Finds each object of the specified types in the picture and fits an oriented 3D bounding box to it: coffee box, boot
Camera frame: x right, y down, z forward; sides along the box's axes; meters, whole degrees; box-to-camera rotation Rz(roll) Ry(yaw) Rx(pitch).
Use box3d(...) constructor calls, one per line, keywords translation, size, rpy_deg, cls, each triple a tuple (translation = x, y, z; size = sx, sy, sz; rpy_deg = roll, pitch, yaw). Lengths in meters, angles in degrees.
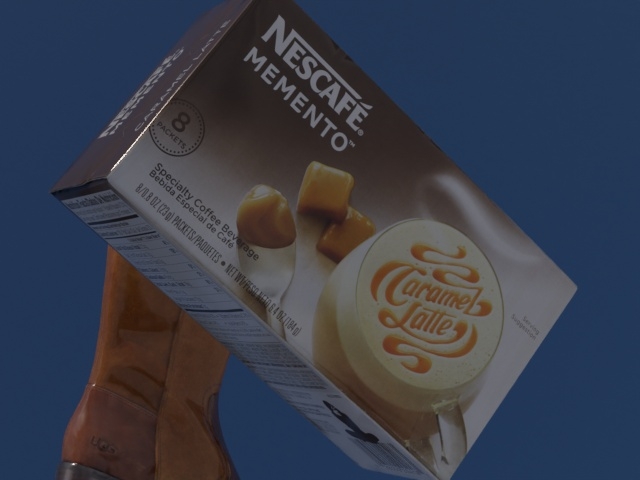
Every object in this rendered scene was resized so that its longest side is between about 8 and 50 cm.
box3d(translation=(0.000, 0.000, 0.766), size=(0.246, 0.098, 0.141), rpy_deg=(44, -110, -18), cls="coffee box")
box3d(translation=(-0.095, 0.138, 1.266), size=(0.264, 0.096, 0.280), rpy_deg=(18, -109, -20), cls="boot")
